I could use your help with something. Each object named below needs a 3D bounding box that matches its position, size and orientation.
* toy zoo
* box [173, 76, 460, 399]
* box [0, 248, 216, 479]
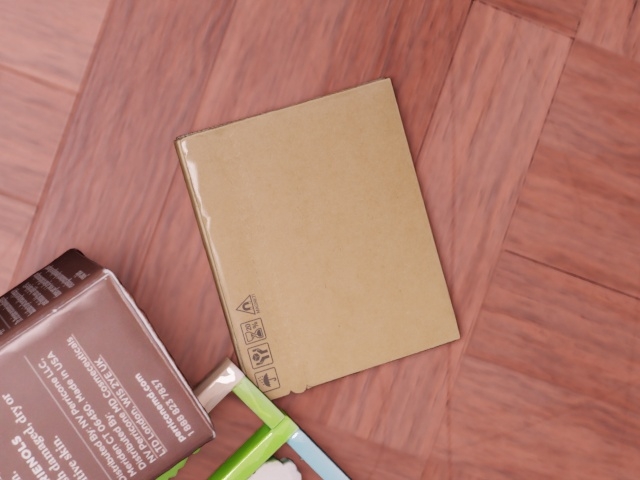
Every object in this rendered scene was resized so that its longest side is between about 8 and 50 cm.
[{"bbox_3d":[-0.033,0.251,1.400,0.192,0.030,0.293,-44,103,-3],"label":"toy zoo"},{"bbox_3d":[0.000,0.000,1.409,0.164,0.021,0.201,-17,97,-12],"label":"box"},{"bbox_3d":[-0.269,0.169,1.268,0.381,0.191,0.143,-33,101,-9],"label":"box"}]
